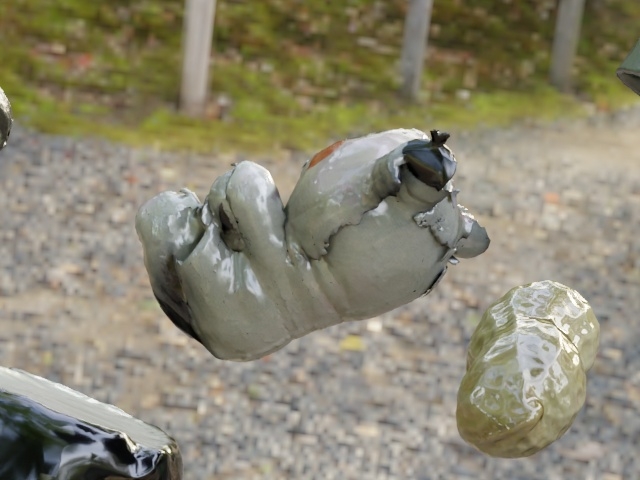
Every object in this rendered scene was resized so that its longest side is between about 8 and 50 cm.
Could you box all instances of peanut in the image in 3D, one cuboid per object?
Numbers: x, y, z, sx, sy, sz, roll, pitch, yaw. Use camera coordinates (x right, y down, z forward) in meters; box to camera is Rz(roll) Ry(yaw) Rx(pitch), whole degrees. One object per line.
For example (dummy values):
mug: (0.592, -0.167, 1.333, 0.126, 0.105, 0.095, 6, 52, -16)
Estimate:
peanut: (0.203, 0.129, 1.785, 0.120, 0.136, 0.298, 52, 22, -6)

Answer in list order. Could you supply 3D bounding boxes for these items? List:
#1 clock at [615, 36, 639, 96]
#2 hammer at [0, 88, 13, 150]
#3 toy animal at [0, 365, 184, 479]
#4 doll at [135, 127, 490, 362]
clock: (0.333, -0.050, 1.089, 0.319, 0.066, 0.319, 30, 6, -3)
hammer: (-0.413, -0.127, 1.537, 0.297, 0.125, 0.027, 12, 43, -14)
toy animal: (-0.246, 0.247, 1.248, 0.251, 0.310, 0.251, 22, -1, 0)
doll: (0.000, 0.000, 0.972, 0.192, 0.095, 0.149, -22, -26, 12)
